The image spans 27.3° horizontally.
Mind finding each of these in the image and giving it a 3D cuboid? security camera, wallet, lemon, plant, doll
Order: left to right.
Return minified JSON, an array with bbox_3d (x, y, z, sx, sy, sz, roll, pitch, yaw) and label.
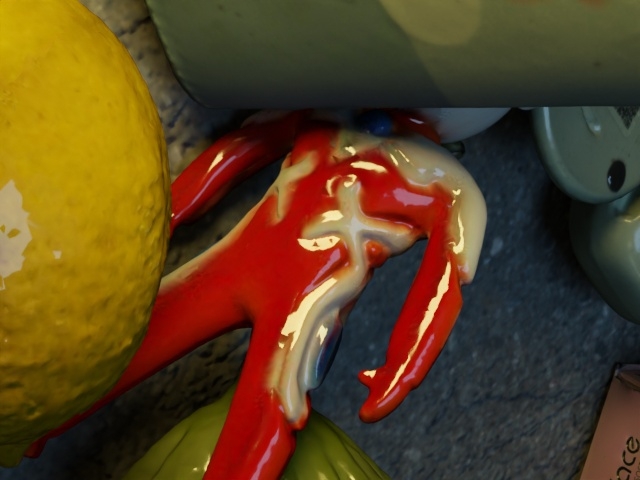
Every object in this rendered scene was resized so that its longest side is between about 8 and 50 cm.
[{"bbox_3d":[-0.156,-0.016,0.572,0.188,0.188,0.256,-13,113,-32],"label":"lemon"},{"bbox_3d":[-0.043,0.101,0.795,0.251,0.180,0.333,5,75,-32],"label":"plant"},{"bbox_3d":[0.000,0.000,0.701,0.384,0.188,0.099,-51,155,-11],"label":"doll"},{"bbox_3d":[0.052,-0.160,0.555,0.083,0.360,0.252,-56,136,-41],"label":"wallet"},{"bbox_3d":[0.201,-0.063,0.879,0.157,0.080,0.301,-58,133,-18],"label":"security camera"}]

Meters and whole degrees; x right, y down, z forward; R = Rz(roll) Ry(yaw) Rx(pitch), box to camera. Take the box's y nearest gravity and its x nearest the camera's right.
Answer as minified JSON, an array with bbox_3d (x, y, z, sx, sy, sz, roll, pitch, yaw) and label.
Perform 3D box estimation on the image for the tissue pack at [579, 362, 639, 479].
[{"bbox_3d":[0.330,0.188,1.088,0.246,0.092,0.148,6,105,-38],"label":"tissue pack"}]
